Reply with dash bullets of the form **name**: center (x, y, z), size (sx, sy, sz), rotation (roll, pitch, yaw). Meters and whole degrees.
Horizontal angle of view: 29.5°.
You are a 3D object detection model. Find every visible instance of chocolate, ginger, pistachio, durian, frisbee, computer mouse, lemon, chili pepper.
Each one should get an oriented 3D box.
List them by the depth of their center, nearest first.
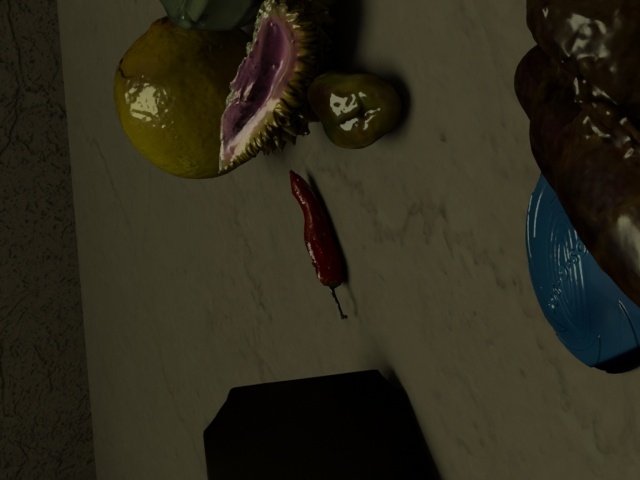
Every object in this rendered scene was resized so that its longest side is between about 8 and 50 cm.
- **ginger**: center (0.295, -0.090, 1.051), size (0.254, 0.176, 0.418), rotation (97, 157, -51)
- **frisbee**: center (0.282, 0.029, 1.312), size (0.242, 0.045, 0.242), rotation (167, 90, -69)
- **pistachio**: center (0.040, -0.182, 1.698), size (0.189, 0.100, 0.110), rotation (24, 120, 61)
- **durian**: center (-0.035, -0.243, 1.784), size (0.112, 0.191, 0.341), rotation (40, 131, 22)
- **computer mouse**: center (-0.127, -0.396, 1.839), size (0.429, 0.228, 0.145), rotation (12, 123, 67)
- **chocolate**: center (-0.014, 0.404, 1.875), size (0.297, 0.314, 0.326), rotation (99, 161, -63)
- **chili pepper**: center (0.000, 0.000, 1.965), size (0.050, 0.059, 0.268), rotation (-26, 71, 28)
- **lemon**: center (-0.209, -0.240, 2.042), size (0.293, 0.293, 0.293), rotation (168, 90, -68)
